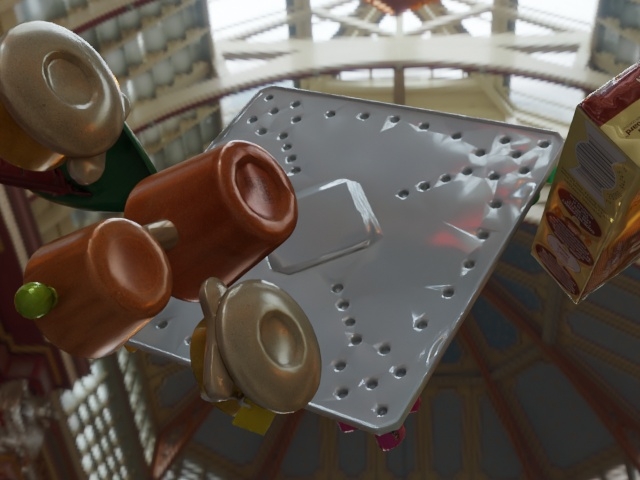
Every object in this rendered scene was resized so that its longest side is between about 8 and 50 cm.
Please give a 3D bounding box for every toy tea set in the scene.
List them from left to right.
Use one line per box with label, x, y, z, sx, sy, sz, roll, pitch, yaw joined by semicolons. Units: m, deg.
toy tea set;-0.147;-0.004;0.613;0.124;0.200;0.336;-29;-44;35

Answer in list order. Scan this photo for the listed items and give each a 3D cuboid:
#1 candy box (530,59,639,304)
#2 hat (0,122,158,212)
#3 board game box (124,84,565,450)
candy box;0.319;-0.071;1.006;0.183;0.087;0.316;-33;-21;-11
hat;-0.263;-0.048;0.936;0.183;0.173;0.208;-38;-59;-17
board game box;0.000;0.000;1.051;0.390;0.390;0.050;14;-38;31
